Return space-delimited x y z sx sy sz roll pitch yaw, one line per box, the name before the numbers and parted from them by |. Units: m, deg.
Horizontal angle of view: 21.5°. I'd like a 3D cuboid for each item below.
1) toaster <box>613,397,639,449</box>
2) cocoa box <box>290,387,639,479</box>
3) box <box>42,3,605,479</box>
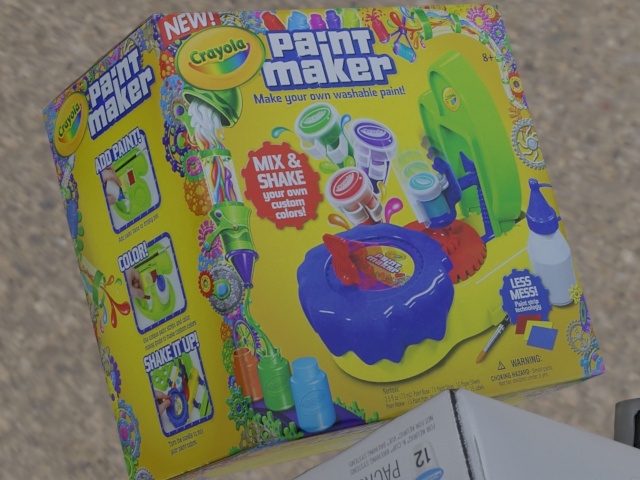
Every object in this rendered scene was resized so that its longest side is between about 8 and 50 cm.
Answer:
toaster | 0.331 0.220 1.414 0.110 0.186 0.168 32 56 -42
cocoa box | 0.125 0.259 0.915 0.347 0.228 0.231 22 136 -41
box | 0.000 0.000 1.157 0.290 0.177 0.279 -8 77 -36
